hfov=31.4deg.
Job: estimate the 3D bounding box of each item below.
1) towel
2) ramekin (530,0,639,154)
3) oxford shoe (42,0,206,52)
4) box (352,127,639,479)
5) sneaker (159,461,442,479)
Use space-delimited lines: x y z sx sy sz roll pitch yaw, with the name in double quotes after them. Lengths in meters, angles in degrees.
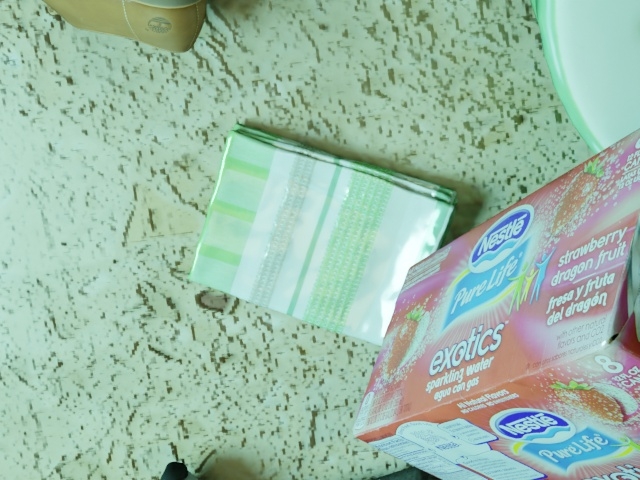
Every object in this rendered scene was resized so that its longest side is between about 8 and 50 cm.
0.000 0.000 0.726 0.152 0.023 0.113 18 103 2 "towel"
0.247 -0.142 0.560 0.303 0.148 0.303 6 121 10 "ramekin"
-0.166 -0.168 0.687 0.212 0.076 0.076 26 144 10 "oxford shoe"
0.136 0.055 0.590 0.128 0.257 0.123 27 64 -13 "box"
-0.040 0.185 0.740 0.228 0.086 0.132 -37 94 13 "sneaker"
